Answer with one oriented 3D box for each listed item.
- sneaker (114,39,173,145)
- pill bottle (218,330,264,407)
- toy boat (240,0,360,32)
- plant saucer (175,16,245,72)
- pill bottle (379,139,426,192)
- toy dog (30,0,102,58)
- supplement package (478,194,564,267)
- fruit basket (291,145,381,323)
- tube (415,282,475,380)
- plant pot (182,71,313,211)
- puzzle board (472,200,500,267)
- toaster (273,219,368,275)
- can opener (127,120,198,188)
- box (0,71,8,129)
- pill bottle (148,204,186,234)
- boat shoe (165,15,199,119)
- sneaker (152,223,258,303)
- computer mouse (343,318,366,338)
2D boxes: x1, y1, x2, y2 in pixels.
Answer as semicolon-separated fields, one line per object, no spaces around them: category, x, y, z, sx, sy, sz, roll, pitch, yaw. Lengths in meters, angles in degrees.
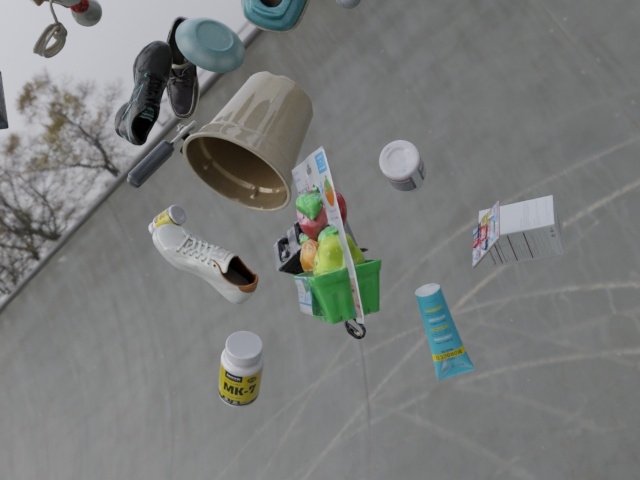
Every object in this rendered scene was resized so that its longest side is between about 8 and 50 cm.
sneaker;-0.420;-0.358;1.618;0.106;0.101;0.268;43;115;42
pill bottle;-0.219;0.355;1.807;0.119;0.119;0.209;-56;-18;-48
toy boat;-0.047;-0.644;1.637;0.148;0.318;0.268;-68;-10;-65
plant saucer;-0.289;-0.538;1.756;0.195;0.195;0.037;-53;2;-38
pill bottle;0.227;-0.191;1.763;0.108;0.108;0.180;-44;-20;4
toy dog;-0.577;-0.564;1.389;0.220;0.161;0.333;-46;3;-24
supplement package;0.474;-0.019;1.551;0.179;0.105;0.105;-12;40;27
fruit basket;0.000;0.000;1.401;0.165;0.353;0.327;-20;3;-13
tube;0.248;0.188;1.335;0.080;0.207;0.052;-17;18;14
plant pot;-0.178;-0.303;1.884;0.333;0.333;0.306;-28;33;58
puzzle board;0.347;-0.015;1.380;0.128;0.011;0.096;-73;10;-48
toaster;-0.008;0.015;1.703;0.168;0.185;0.110;-45;45;33
can opener;-0.452;-0.254;1.943;0.280;0.093;0.074;-46;4;-24
box;-1.114;-0.473;1.887;0.293;0.212;0.395;-11;-13;-13
pill bottle;-0.468;-0.056;1.993;0.116;0.065;0.065;-30;16;30
boat shoe;-0.395;-0.486;1.841;0.092;0.102;0.286;-88;2;-79
sneaker;-0.274;0.035;1.621;0.123;0.290;0.106;-45;14;50
computer mouse;0.033;0.205;1.893;0.071;0.242;0.041;-46;-28;-28
